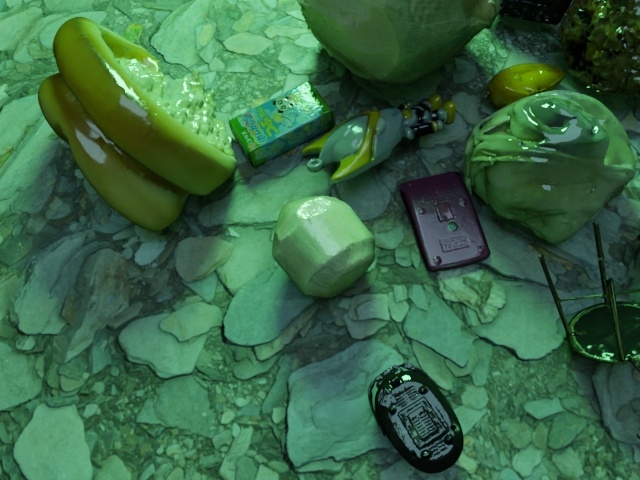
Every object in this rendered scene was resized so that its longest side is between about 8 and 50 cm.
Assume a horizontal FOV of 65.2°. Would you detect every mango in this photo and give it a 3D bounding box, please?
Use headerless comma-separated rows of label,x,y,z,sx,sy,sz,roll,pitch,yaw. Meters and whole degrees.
mango,0.422,-0.321,1.036,0.188,0.066,0.101,-24,60,-13

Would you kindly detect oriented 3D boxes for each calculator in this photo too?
calculator,0.234,-0.040,0.942,0.127,0.034,0.190,-13,68,-5

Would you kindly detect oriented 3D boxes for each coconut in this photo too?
coconut,0.171,-0.488,0.953,0.405,0.404,0.404,-1,67,2
coconut,0.000,0.000,0.868,0.171,0.171,0.182,-33,72,-11

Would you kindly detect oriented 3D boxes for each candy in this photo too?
candy,-0.078,-0.239,1.026,0.195,0.062,0.097,-29,69,-8

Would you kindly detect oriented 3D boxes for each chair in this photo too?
chair,0.481,0.149,0.798,0.160,0.170,0.325,-31,112,-14

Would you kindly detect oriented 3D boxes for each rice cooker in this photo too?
rice cooker,0.147,0.274,0.773,0.112,0.106,0.165,-32,80,-7

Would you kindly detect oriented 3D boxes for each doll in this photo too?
doll,0.117,-0.204,0.982,0.317,0.103,0.145,-24,64,-13

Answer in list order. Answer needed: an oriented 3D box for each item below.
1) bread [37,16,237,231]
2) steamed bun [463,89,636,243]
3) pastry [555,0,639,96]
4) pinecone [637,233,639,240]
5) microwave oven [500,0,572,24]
bread,-0.353,-0.232,0.971,0.424,0.329,0.245,49,118,19
steamed bun,0.418,-0.164,0.892,0.280,0.207,0.268,-34,69,-13
pastry,0.600,-0.406,0.961,0.275,0.193,0.274,0,91,30
pinecone,0.626,0.018,0.822,0.169,0.185,0.212,-6,45,25
microwave oven,0.460,-0.598,1.023,0.178,0.247,0.188,16,68,5
